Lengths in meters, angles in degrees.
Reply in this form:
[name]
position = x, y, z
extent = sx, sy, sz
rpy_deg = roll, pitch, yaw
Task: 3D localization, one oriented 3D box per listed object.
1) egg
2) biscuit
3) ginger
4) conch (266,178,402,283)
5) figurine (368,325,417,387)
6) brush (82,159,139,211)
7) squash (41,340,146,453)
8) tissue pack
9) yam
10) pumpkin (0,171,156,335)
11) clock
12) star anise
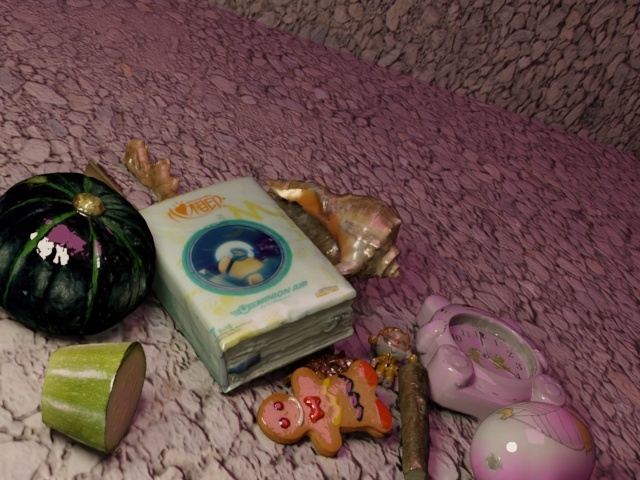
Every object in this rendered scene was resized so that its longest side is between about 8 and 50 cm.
[egg]
position = 0.388, 0.381, 1.676
extent = 0.271, 0.196, 0.196
rpy_deg = -3, 39, -33
[biscuit]
position = 0.008, 0.290, 1.626
extent = 0.250, 0.036, 0.165
rpy_deg = -5, 58, -29
[ginger]
position = -0.343, -0.126, 2.072
extent = 0.089, 0.075, 0.288
rpy_deg = -39, 63, -15
[conch]
position = 0.002, 0.014, 1.996
extent = 0.352, 0.210, 0.297
rpy_deg = 21, 46, 29
[figurine]
position = 0.142, 0.234, 1.874
extent = 0.101, 0.068, 0.143
rpy_deg = 10, 44, -21
[brush]
position = -0.416, -0.082, 1.965
extent = 0.248, 0.043, 0.036
rpy_deg = 42, 25, 28
[squash]
position = -0.336, 0.227, 1.390
extent = 0.123, 0.170, 0.170
rpy_deg = 7, 29, 1
[tissue pack]
position = -0.151, 0.065, 1.736
extent = 0.287, 0.162, 0.388
rpy_deg = -20, 48, -27
[yam]
position = 0.172, 0.329, 1.715
extent = 0.061, 0.061, 0.274
rpy_deg = 21, 32, -10
[pumpkin]
position = -0.424, 0.011, 1.593
extent = 0.315, 0.238, 0.315
rpy_deg = 24, 29, -14
[clock]
position = 0.335, 0.248, 1.954
extent = 0.296, 0.113, 0.322
rpy_deg = 18, 27, -14
[star anise]
position = 0.036, 0.254, 1.739
extent = 0.234, 0.073, 0.177
rpy_deg = 29, 36, -10
